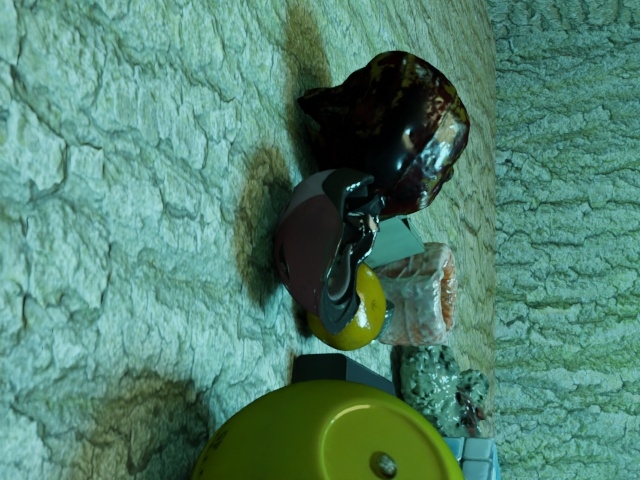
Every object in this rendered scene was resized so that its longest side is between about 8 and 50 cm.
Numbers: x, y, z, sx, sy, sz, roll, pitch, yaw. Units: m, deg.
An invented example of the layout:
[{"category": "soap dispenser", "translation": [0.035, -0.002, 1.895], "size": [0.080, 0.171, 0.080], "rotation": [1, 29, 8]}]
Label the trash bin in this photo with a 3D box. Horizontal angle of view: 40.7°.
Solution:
[{"category": "trash bin", "translation": [0.038, 0.288, 1.439], "size": [0.225, 0.115, 0.165], "rotation": [47, 43, -60]}]

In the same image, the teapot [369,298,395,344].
[{"category": "teapot", "translation": [0.077, 0.154, 1.644], "size": [0.092, 0.124, 0.091], "rotation": [-143, -120, -61]}]

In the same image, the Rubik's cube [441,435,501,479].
[{"category": "Rubik's cube", "translation": [0.238, 0.577, 1.772], "size": [0.259, 0.253, 0.256], "rotation": [-70, 150, -50]}]

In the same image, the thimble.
[{"category": "thimble", "translation": [0.200, 0.116, 1.860], "size": [0.239, 0.162, 0.239], "rotation": [1, 90, -71]}]

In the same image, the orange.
[{"category": "orange", "translation": [0.038, 0.108, 1.446], "size": [0.156, 0.124, 0.156], "rotation": [11, 76, -52]}]

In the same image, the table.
[{"category": "table", "translation": [0.109, -0.040, 1.687], "size": [0.240, 0.121, 0.111], "rotation": [41, 32, -65]}]

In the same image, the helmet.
[{"category": "helmet", "translation": [0.000, 0.000, 1.310], "size": [0.253, 0.154, 0.198], "rotation": [-57, 152, -31]}]

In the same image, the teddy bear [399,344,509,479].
[{"category": "teddy bear", "translation": [0.295, 0.373, 2.042], "size": [0.357, 0.224, 0.367], "rotation": [-91, 165, -51]}]

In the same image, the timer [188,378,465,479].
[{"category": "timer", "translation": [-0.007, 0.356, 1.028], "size": [0.387, 0.376, 0.376], "rotation": [-54, -169, 42]}]

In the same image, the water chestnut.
[{"category": "water chestnut", "translation": [0.106, -0.180, 1.470], "size": [0.244, 0.289, 0.289], "rotation": [-14, 102, -48]}]
